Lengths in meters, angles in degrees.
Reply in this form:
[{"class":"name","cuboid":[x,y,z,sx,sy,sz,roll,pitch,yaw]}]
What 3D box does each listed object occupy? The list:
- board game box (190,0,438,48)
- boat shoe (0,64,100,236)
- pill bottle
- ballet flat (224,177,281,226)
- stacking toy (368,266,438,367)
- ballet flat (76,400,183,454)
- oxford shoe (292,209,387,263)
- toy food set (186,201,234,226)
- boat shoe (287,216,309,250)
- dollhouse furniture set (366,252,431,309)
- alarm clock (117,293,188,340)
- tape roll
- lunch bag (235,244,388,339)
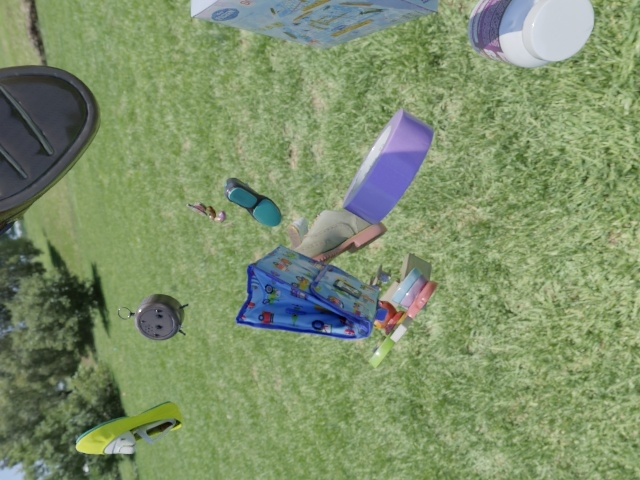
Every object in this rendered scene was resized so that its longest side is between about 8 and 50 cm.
[{"class":"board game box","cuboid":[-0.018,-0.432,0.765,0.319,0.318,0.065,12,104,50]},{"class":"boat shoe","cuboid":[-0.340,-0.052,0.410,0.110,0.307,0.104,53,175,-14]},{"class":"pill bottle","cuboid":[0.463,-0.483,0.973,0.301,0.169,0.169,-96,10,-62]},{"class":"ballet flat","cuboid":[-0.178,-0.105,1.136,0.074,0.203,0.074,-16,60,29]},{"class":"stacking toy","cuboid":[0.220,0.233,1.365,0.130,0.279,0.309,37,132,14]},{"class":"ballet flat","cuboid":[-0.408,0.426,0.959,0.077,0.231,0.077,42,116,29]},{"class":"oxford shoe","cuboid":[0.000,0.000,1.265,0.146,0.397,0.140,61,155,9]},{"class":"toy food set","cuboid":[-0.292,-0.075,1.161,0.078,0.122,0.019,-7,57,48]},{"class":"boat shoe","cuboid":[-0.071,0.006,1.870,0.098,0.096,0.277,34,153,24]},{"class":"dollhouse furniture set","cuboid":[0.300,0.191,1.606,0.212,0.161,0.242,27,132,-3]},{"class":"alarm clock","cuboid":[-0.475,0.217,1.218,0.064,0.192,0.129,-94,13,-68]},{"class":"tape roll","cuboid":[0.160,-0.177,1.054,0.274,0.090,0.275,-59,7,11]},{"class":"lunch bag","cuboid":[0.000,0.129,0.943,0.221,0.293,0.138,-44,-30,-76]}]
